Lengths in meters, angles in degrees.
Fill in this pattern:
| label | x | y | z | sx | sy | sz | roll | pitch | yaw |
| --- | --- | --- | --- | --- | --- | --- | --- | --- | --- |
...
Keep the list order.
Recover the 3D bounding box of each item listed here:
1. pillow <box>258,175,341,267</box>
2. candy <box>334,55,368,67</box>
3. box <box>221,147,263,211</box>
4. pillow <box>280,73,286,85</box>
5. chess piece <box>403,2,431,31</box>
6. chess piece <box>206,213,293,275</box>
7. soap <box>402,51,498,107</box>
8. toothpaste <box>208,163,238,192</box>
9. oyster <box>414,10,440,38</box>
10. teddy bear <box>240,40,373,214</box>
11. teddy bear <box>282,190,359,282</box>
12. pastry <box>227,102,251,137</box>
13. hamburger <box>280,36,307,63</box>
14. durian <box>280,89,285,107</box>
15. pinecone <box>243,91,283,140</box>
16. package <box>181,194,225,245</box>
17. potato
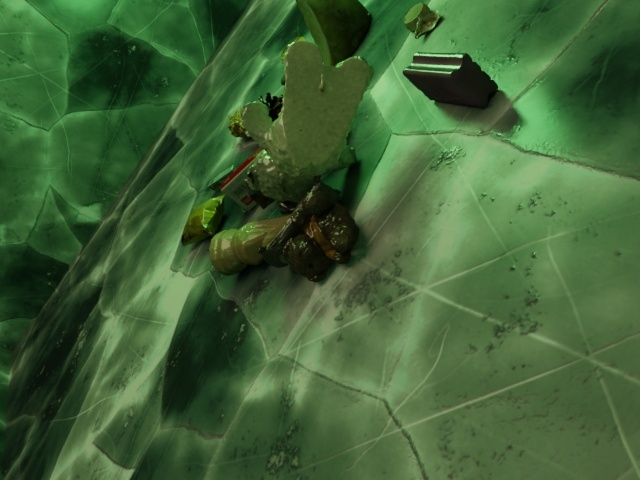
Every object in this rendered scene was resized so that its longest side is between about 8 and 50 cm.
| label | x | y | z | sx | sy | sz | roll | pitch | yaw |
| --- | --- | --- | --- | --- | --- | --- | --- | --- | --- |
| pillow | -0.041 | -0.035 | 1.411 | 0.059 | 0.169 | 0.255 | 39 | 94 | 29 |
| candy | 0.095 | -0.520 | 1.754 | 0.110 | 0.085 | 0.095 | -7 | 63 | 39 |
| box | -0.202 | -0.202 | 1.813 | 0.229 | 0.123 | 0.050 | -38 | 30 | 29 |
| pillow | -0.088 | -0.623 | 2.137 | 0.093 | 0.051 | 0.241 | -56 | 27 | -1 |
| chess piece | 0.281 | -0.651 | 1.648 | 0.084 | 0.038 | 0.083 | -35 | 38 | 33 |
| chess piece | -0.176 | 0.004 | 1.587 | 0.301 | 0.137 | 0.137 | -19 | 45 | 39 |
| soap | 0.286 | -0.363 | 1.271 | 0.065 | 0.122 | 0.203 | -56 | 29 | 1 |
| toothpaste | -0.365 | -0.236 | 2.155 | 0.164 | 0.046 | 0.034 | -26 | 39 | 41 |
| oyster | 0.298 | -0.604 | 1.585 | 0.093 | 0.034 | 0.051 | -33 | 51 | 15 |
| teddy bear | -0.057 | -0.271 | 1.488 | 0.362 | 0.328 | 0.375 | 170 | 114 | -76 |
| teddy bear | 0.000 | 0.000 | 1.321 | 0.177 | 0.140 | 0.190 | 46 | 106 | 17 |
| pastry | -0.277 | -0.470 | 2.203 | 0.154 | 0.102 | 0.250 | -59 | 30 | -8 |
| hamburger | -0.102 | -0.749 | 2.252 | 0.127 | 0.081 | 0.141 | -13 | 49 | 50 |
| durian | -0.046 | -0.442 | 1.796 | 0.139 | 0.144 | 0.252 | -29 | 6 | 35 |
| pinecone | -0.179 | -0.428 | 1.979 | 0.195 | 0.150 | 0.179 | -36 | 29 | 24 |
| package | -0.417 | -0.069 | 2.021 | 0.226 | 0.090 | 0.168 | -17 | 50 | 51 |
| potato | 0.026 | -0.749 | 1.895 | 0.112 | 0.255 | 0.269 | 8 | 67 | 59 |
